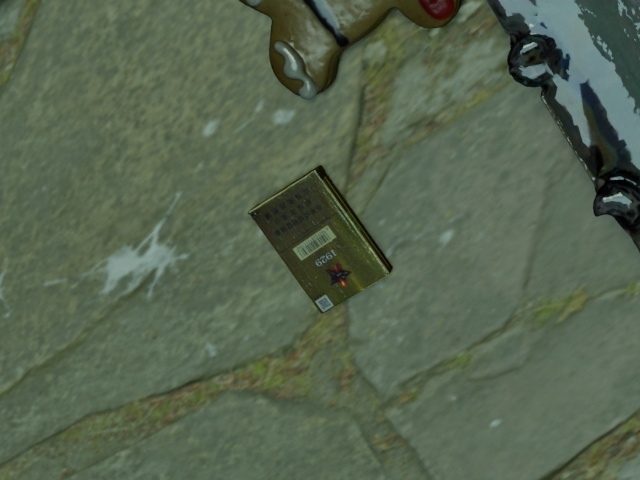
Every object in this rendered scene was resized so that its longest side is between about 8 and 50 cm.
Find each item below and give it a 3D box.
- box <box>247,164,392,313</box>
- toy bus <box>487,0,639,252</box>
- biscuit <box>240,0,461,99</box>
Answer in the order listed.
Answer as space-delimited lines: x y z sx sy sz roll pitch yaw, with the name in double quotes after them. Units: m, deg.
0.000 0.000 1.166 0.090 0.023 0.133 -33 98 25 "box"
0.266 -0.122 1.003 0.138 0.112 0.317 -30 100 19 "toy bus"
0.050 -0.272 1.041 0.301 0.049 0.197 -29 102 22 "biscuit"
